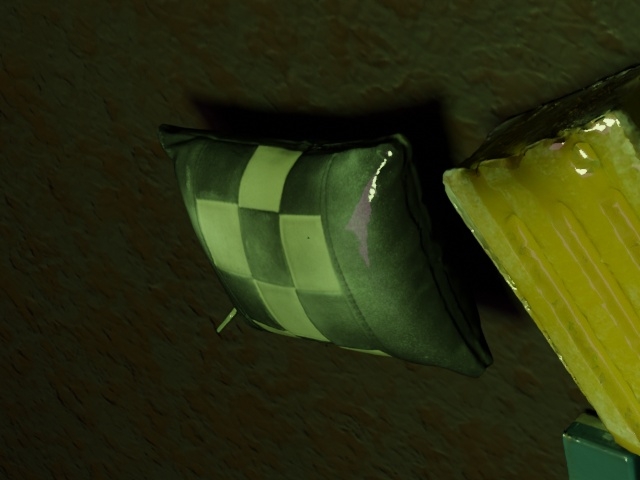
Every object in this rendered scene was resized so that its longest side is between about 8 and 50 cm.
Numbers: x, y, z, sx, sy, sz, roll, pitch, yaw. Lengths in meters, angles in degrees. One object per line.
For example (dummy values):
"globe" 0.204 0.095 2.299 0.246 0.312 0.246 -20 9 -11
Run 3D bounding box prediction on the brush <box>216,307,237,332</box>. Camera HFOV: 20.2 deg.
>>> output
"brush" -0.063 0.054 1.438 0.013 0.016 0.083 36 145 -4

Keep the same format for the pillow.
"pillow" 0.000 0.000 1.245 0.250 0.106 0.186 9 129 47

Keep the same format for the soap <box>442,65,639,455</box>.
"soap" 0.205 0.032 1.086 0.257 0.080 0.160 55 145 -12

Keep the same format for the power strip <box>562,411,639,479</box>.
"power strip" 0.207 0.179 1.266 0.056 0.032 0.123 18 136 35
